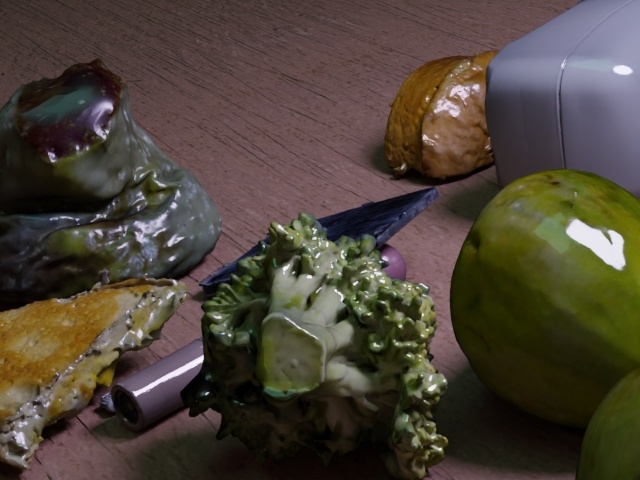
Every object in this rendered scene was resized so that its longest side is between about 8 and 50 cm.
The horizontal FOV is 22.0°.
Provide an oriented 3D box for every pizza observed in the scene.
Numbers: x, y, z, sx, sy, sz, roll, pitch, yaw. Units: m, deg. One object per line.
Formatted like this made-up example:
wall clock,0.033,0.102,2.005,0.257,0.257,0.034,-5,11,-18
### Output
pizza,-0.257,0.122,1.678,0.288,0.075,0.280,-23,29,-12

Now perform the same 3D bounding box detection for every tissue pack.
tissue pack,0.365,-0.165,1.925,0.236,0.229,0.333,7,28,37

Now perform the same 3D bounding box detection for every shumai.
shumai,-0.296,-0.086,1.954,0.309,0.263,0.304,-21,28,-25

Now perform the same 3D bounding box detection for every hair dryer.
hair dryer,-0.064,0.153,1.598,0.195,0.053,0.220,-27,36,-34

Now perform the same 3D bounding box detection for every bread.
bread,0.183,-0.171,2.144,0.229,0.139,0.143,-27,21,-39

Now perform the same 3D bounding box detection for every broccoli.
broccoli,-0.011,0.112,1.434,0.247,0.263,0.243,-27,-7,7

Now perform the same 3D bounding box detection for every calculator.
calculator,0.000,0.000,1.842,0.262,0.021,0.161,-15,14,39

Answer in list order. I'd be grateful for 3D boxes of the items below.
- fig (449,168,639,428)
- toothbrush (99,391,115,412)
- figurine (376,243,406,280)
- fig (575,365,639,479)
fig,0.256,0.054,1.466,0.233,0.233,0.314,-27,23,-35
toothbrush,-0.119,0.116,1.726,0.276,0.019,0.025,-28,21,-36
figurine,0.060,0.034,1.785,0.071,0.067,0.083,-30,14,49
fig,0.279,0.178,1.203,0.230,0.207,0.207,-18,24,-10
